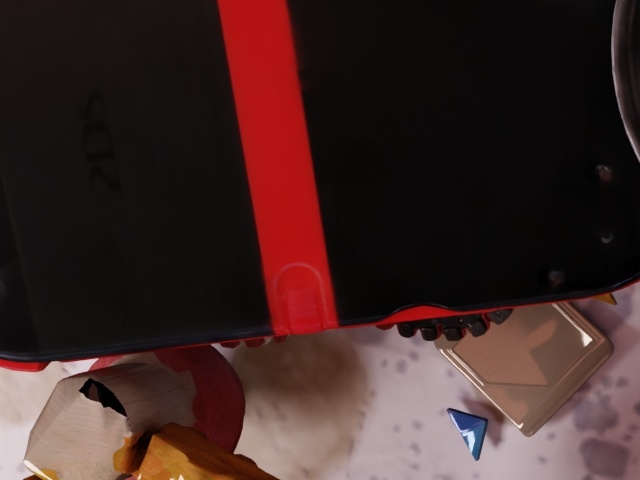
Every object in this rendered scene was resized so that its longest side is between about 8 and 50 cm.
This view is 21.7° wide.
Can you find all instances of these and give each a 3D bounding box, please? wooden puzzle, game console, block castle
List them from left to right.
[{"bbox_3d":[-0.043,-0.138,0.702,0.342,0.060,0.386,-8,108,3],"label":"game console"},{"bbox_3d":[0.029,0.266,0.803,0.453,0.213,0.303,26,94,10],"label":"block castle"},{"bbox_3d":[0.104,0.052,0.847,0.116,0.014,0.078,-42,77,20],"label":"wooden puzzle"}]

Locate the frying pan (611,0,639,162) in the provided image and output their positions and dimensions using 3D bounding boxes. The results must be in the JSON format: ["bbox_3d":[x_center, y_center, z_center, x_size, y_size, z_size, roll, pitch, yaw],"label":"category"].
[{"bbox_3d":[0.169,-0.123,0.658,0.326,0.053,0.197,46,104,8],"label":"frying pan"}]

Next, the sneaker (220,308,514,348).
[{"bbox_3d":[0.000,0.000,0.842,0.225,0.092,0.088,4,120,19],"label":"sneaker"}]
